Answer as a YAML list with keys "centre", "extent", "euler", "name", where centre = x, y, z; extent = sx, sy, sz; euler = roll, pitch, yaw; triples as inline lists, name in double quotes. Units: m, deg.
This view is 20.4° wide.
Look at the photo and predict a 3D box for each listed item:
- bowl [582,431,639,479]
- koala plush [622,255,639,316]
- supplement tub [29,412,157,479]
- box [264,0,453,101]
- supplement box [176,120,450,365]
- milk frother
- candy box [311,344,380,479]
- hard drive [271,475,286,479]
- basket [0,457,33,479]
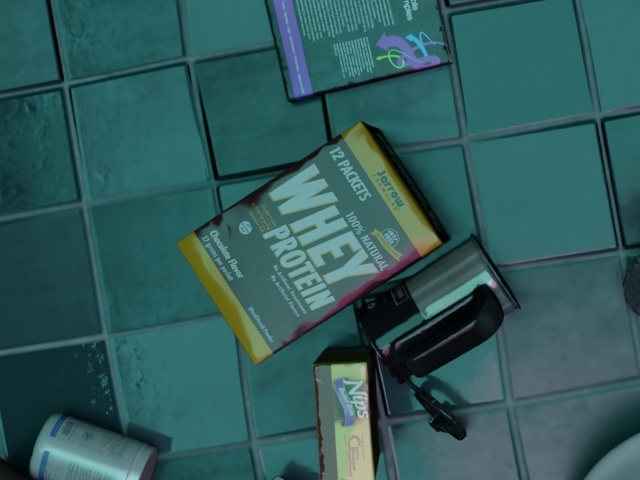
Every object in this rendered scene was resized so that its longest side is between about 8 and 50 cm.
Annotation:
- centre: [0.359, 0.303, 1.540]
  extent: [0.298, 0.134, 0.298]
  euler: [3, 121, 5]
  name: "bowl"
- centre: [0.420, 0.033, 1.571]
  extent: [0.221, 0.203, 0.196]
  euler: [-20, 66, -18]
  name: "koala plush"
- centre: [-0.218, 0.213, 1.706]
  extent: [0.107, 0.071, 0.071]
  euler: [19, 94, 7]
  name: "supplement tub"
- centre: [0.035, -0.204, 1.683]
  extent: [0.162, 0.029, 0.116]
  euler: [-12, 91, 9]
  name: "box"
- centre: [0.000, 0.000, 1.610]
  extent: [0.194, 0.191, 0.129]
  euler: [-33, 88, 6]
  name: "supplement box"
- centre: [0.128, 0.095, 1.655]
  extent: [0.135, 0.129, 0.143]
  euler: [-33, 130, 7]
  name: "milk frother"
- centre: [0.025, 0.156, 1.614]
  extent: [0.053, 0.187, 0.109]
  euler: [-4, 90, 5]
  name: "candy box"
- centre: [-0.029, 0.419, 1.635]
  extent: [0.237, 0.064, 0.339]
  euler: [30, 81, 15]
  name: "hard drive"
- centre: [-0.253, 0.335, 1.677]
  extent: [0.227, 0.154, 0.204]
  euler: [28, 115, 1]
  name: "basket"
